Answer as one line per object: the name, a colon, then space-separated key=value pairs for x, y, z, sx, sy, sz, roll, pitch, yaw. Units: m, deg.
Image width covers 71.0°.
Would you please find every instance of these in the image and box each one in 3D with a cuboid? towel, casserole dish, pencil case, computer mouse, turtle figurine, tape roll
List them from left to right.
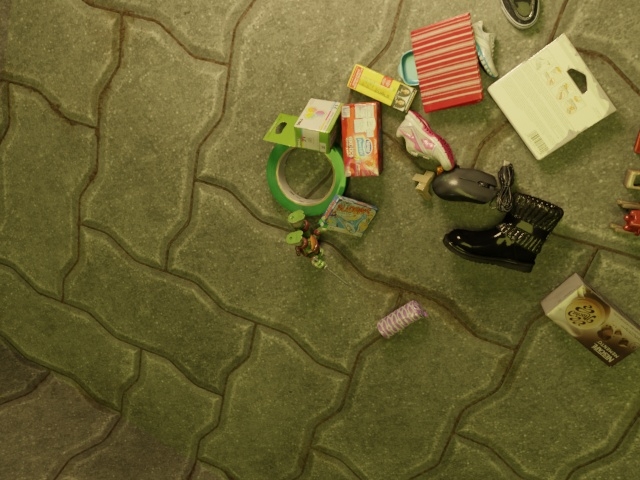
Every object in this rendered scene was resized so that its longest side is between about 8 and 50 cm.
tape roll: x=-0.048 y=-0.258 z=1.744 sx=0.322 sy=0.077 sz=0.320 roll=5 pitch=110 yaw=15
turtle figurine: x=0.000 y=0.000 z=1.736 sx=0.275 sy=0.266 sz=0.197 roll=26 pitch=81 yaw=37
pencil case: x=0.330 y=0.323 z=1.829 sx=0.206 sy=0.086 sz=0.088 roll=-35 pitch=123 yaw=25
casserole dish: x=0.360 y=-0.595 z=1.524 sx=0.189 sy=0.037 sz=0.114 roll=-7 pitch=106 yaw=18
towel: x=0.413 y=-0.569 z=1.468 sx=0.199 sy=0.031 sz=0.274 roll=-6 pitch=107 yaw=30
computer mouse: x=0.524 y=-0.199 z=1.547 sx=0.273 sy=0.072 sz=0.188 roll=6 pitch=69 yaw=19

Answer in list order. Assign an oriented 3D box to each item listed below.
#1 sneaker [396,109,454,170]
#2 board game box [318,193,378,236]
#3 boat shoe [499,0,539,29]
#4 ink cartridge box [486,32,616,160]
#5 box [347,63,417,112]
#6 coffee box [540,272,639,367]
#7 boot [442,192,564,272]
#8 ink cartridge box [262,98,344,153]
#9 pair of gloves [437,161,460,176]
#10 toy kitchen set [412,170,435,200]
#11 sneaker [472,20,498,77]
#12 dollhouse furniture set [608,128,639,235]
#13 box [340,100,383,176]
sneaker: x=0.367 y=-0.334 z=1.579 sx=0.111 sy=0.103 sz=0.252 roll=-45 pitch=78 yaw=30
board game box: x=0.108 y=-0.092 z=1.705 sx=0.136 sy=0.201 sz=0.035 roll=-59 pitch=41 yaw=25
boat shoe: x=0.588 y=-0.792 z=1.349 sx=0.108 sy=0.102 sz=0.301 roll=-14 pitch=103 yaw=21
ink cartridge box: x=0.733 y=-0.453 z=1.442 sx=0.261 sy=0.066 sz=0.296 roll=-35 pitch=96 yaw=24
box: x=0.217 y=-0.535 z=1.576 sx=0.232 sy=0.058 sz=0.087 roll=28 pitch=115 yaw=7
coffee box: x=0.968 y=0.282 z=1.595 sx=0.297 sy=0.119 sz=0.168 roll=40 pitch=114 yaw=1
boot: x=0.632 y=-0.049 z=1.574 sx=0.348 sy=0.131 sz=0.260 roll=13 pitch=119 yaw=1
ink cartridge box: x=-0.061 y=-0.425 z=1.618 sx=0.256 sy=0.188 sz=0.097 roll=13 pitch=141 yaw=12
pair of gloves: x=0.466 y=-0.242 z=1.628 sx=0.083 sy=0.010 sz=0.074 roll=-10 pitch=105 yaw=19
toy kitchen set: x=0.385 y=-0.206 z=1.659 sx=0.068 sy=0.075 sz=0.083 roll=26 pitch=80 yaw=46
sneaker: x=0.536 y=-0.619 z=1.446 sx=0.083 sy=0.071 sz=0.190 roll=-29 pitch=98 yaw=18
dollhouse furniture set: x=1.046 y=-0.177 z=1.368 sx=0.152 sy=0.201 sz=0.373 roll=10 pitch=110 yaw=14
box: x=0.154 y=-0.364 z=1.619 sx=0.128 sy=0.122 sz=0.256 roll=1 pitch=109 yaw=17
